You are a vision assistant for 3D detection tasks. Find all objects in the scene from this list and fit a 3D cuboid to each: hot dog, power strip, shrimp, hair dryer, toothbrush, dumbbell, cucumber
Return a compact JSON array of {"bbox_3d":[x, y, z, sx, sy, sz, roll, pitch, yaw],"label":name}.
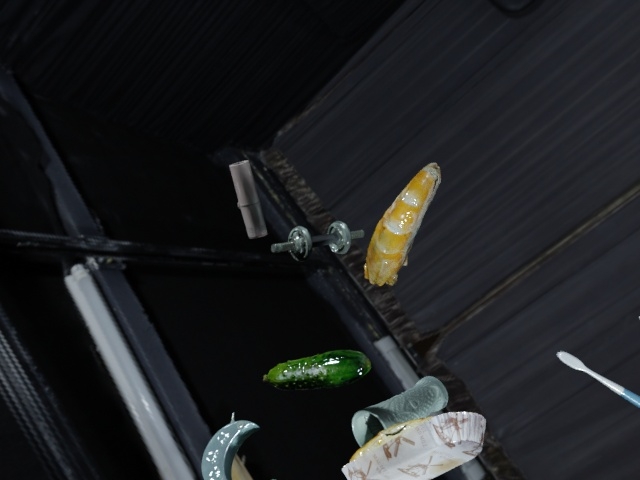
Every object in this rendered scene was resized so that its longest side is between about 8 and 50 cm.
[{"bbox_3d":[0.109,0.243,0.640,0.099,0.192,0.053,23,-142,-31],"label":"hot dog"},{"bbox_3d":[-0.236,0.548,1.439,0.044,0.137,0.216,58,-147,-39],"label":"power strip"},{"bbox_3d":[0.107,-0.014,0.688,0.052,0.187,0.132,36,-139,16],"label":"shrimp"},{"bbox_3d":[-0.200,-0.123,1.479,0.220,0.054,0.195,-134,30,-71],"label":"hair dryer"},{"bbox_3d":[0.515,0.260,0.917,0.276,0.019,0.025,31,178,6],"label":"toothbrush"},{"bbox_3d":[0.000,0.000,1.264,0.254,0.081,0.081,-10,-124,-36],"label":"dumbbell"},{"bbox_3d":[-0.013,0.240,1.013,0.069,0.227,0.069,33,-131,-49],"label":"cucumber"}]

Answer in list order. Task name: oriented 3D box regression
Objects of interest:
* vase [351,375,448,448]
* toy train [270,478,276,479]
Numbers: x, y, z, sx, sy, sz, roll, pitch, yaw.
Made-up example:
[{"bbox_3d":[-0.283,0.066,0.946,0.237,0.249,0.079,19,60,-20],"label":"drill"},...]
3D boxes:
[{"bbox_3d":[0.171,0.347,1.126,0.219,0.096,0.096,-15,-118,-43],"label":"vase"},{"bbox_3d":[-0.141,0.623,1.332,0.081,0.122,0.050,-112,4,-80],"label":"toy train"}]
